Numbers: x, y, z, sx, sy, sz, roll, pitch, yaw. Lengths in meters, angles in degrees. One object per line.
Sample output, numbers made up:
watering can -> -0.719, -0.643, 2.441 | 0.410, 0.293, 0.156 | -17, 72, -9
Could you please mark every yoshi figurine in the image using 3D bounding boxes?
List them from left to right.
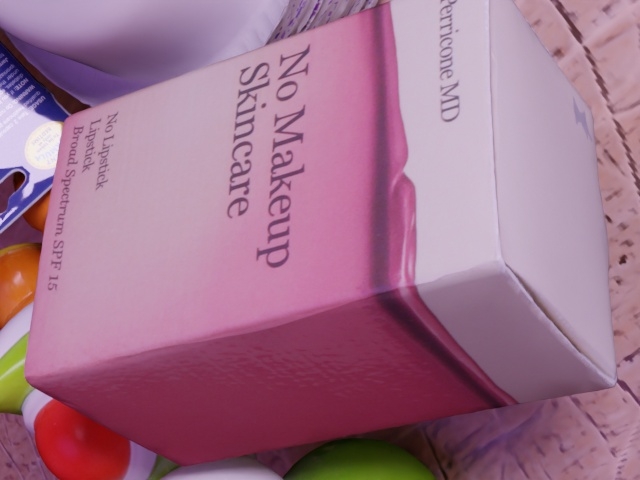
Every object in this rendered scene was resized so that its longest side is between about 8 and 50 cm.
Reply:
yoshi figurine -> -0.051, 0.108, 0.743 | 0.203, 0.203, 0.362 | -35, 61, 2

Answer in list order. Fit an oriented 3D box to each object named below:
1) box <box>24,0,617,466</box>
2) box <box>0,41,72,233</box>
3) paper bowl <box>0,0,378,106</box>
box -> 0.000, 0.000, 0.580 | 0.232, 0.127, 0.148 | -16, 55, 27
box -> -0.253, -0.090, 0.722 | 0.225, 0.136, 0.036 | 47, 166, -5
paper bowl -> -0.101, -0.204, 0.659 | 0.284, 0.148, 0.284 | 15, 115, 35
